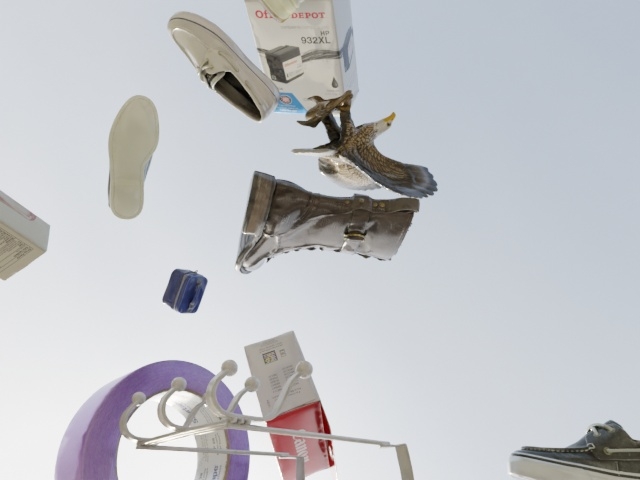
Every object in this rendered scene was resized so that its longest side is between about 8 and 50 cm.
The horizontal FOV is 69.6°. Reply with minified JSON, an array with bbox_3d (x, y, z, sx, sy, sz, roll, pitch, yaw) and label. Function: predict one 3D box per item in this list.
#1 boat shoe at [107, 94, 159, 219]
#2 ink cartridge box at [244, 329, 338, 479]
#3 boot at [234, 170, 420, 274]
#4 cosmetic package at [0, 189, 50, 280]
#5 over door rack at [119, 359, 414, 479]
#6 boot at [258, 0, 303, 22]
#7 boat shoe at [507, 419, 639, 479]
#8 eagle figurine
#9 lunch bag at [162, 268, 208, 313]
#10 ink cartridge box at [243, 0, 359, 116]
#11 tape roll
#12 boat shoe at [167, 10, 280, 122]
[{"bbox_3d":[-0.495,-0.218,1.194,0.099,0.116,0.320,38,-62,55],"label":"boat shoe"},{"bbox_3d":[-0.065,0.422,1.074,0.129,0.310,0.272,-16,-140,-12],"label":"ink cartridge box"},{"bbox_3d":[0.000,0.000,0.663,0.228,0.263,0.091,10,-115,-10],"label":"boot"},{"bbox_3d":[-0.853,-0.052,1.142,0.153,0.296,0.129,-33,-137,3],"label":"cosmetic package"},{"bbox_3d":[-0.068,0.253,0.625,0.239,0.324,0.108,-28,-141,39],"label":"over door rack"},{"bbox_3d":[-0.006,-0.280,0.286,0.203,0.262,0.095,-34,-106,11],"label":"boot"},{"bbox_3d":[0.482,0.360,0.758,0.334,0.121,0.119,1,-117,12],"label":"boat shoe"},{"bbox_3d":[0.096,-0.189,1.017,0.225,0.226,0.298,-23,-61,24],"label":"eagle figurine"},{"bbox_3d":[-0.290,0.109,1.005,0.065,0.067,0.099,22,-86,27],"label":"lunch bag"},{"bbox_3d":[-0.035,-0.482,1.164,0.222,0.308,0.129,9,-127,18],"label":"ink cartridge box"},{"bbox_3d":[-0.239,0.328,0.696,0.090,0.274,0.275,-27,-99,34],"label":"tape roll"},{"bbox_3d":[-0.206,-0.346,0.940,0.267,0.088,0.096,41,-40,-21],"label":"boat shoe"}]
